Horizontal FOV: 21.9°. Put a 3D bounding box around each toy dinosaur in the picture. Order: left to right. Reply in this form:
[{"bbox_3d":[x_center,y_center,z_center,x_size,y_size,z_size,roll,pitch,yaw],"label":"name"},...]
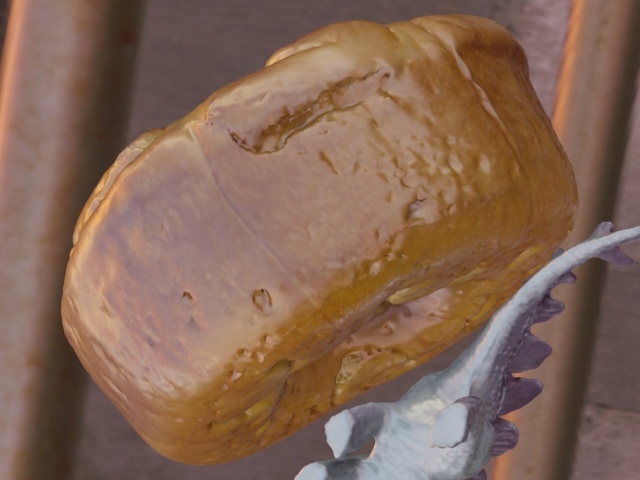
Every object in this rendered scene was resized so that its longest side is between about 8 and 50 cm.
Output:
[{"bbox_3d":[0.045,0.061,0.563,0.209,0.082,0.039,-50,64,21],"label":"toy dinosaur"}]

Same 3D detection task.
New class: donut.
[{"bbox_3d":[-0.001,0.000,0.689,0.226,0.226,0.114,-38,73,25],"label":"donut"}]
